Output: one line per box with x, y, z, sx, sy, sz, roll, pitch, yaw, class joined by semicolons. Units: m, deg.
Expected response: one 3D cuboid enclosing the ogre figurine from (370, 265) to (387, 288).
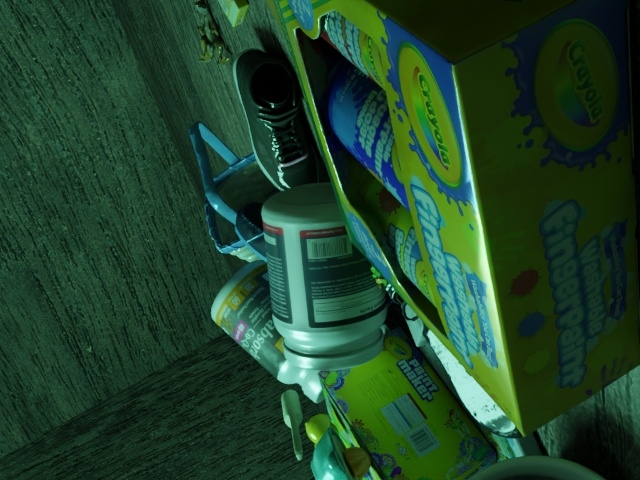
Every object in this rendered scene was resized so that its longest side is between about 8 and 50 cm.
0.119;0.009;1.420;0.197;0.097;0.118;128;132;-62;ogre figurine

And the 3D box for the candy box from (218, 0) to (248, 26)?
-0.193;-0.491;1.733;0.206;0.027;0.105;61;167;-1;candy box

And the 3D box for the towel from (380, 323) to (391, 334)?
0.055;0.161;1.923;0.325;0.038;0.248;34;166;41;towel

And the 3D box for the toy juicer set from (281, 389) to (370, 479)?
0.027;0.340;1.567;0.329;0.089;0.209;60;-176;-40;toy juicer set

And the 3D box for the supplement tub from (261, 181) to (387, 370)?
0.010;0.054;1.578;0.191;0.191;0.272;-144;46;-66;supplement tub

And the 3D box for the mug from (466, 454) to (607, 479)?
0.231;0.437;1.308;0.328;0.374;0.276;75;-152;-70;mug

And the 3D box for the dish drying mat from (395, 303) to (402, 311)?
0.145;0.118;1.593;0.083;0.008;0.032;50;163;50;dish drying mat

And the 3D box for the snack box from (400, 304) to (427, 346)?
0.137;0.076;1.531;0.064;0.022;0.178;98;157;-55;snack box

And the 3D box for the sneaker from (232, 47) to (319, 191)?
-0.072;-0.197;1.708;0.147;0.104;0.296;-140;28;-74;sneaker

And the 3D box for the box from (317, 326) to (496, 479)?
0.153;0.363;1.704;0.290;0.177;0.279;53;166;34;box

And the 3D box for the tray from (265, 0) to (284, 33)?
-0.087;-0.450;1.248;0.411;0.076;0.203;60;169;3;tray

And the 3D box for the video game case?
0.241;0.231;1.550;0.329;0.036;0.300;65;169;-14;video game case

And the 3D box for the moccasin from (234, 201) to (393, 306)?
0.000;0.000;1.755;0.342;0.138;0.117;26;131;19;moccasin

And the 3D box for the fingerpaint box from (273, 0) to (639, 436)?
0.125;-0.091;0.940;0.371;0.163;0.445;50;164;46;fingerpaint box

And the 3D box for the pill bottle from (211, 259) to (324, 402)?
-0.067;0.179;1.900;0.278;0.162;0.162;40;163;16;pill bottle

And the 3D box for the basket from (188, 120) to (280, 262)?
-0.160;-0.095;2.007;0.289;0.201;0.255;37;-154;-44;basket

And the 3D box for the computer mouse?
0.216;0.135;1.305;0.188;0.072;0.272;-29;90;54;computer mouse

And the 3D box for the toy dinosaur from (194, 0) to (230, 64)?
-0.230;-0.417;2.047;0.211;0.064;0.112;97;162;-57;toy dinosaur
